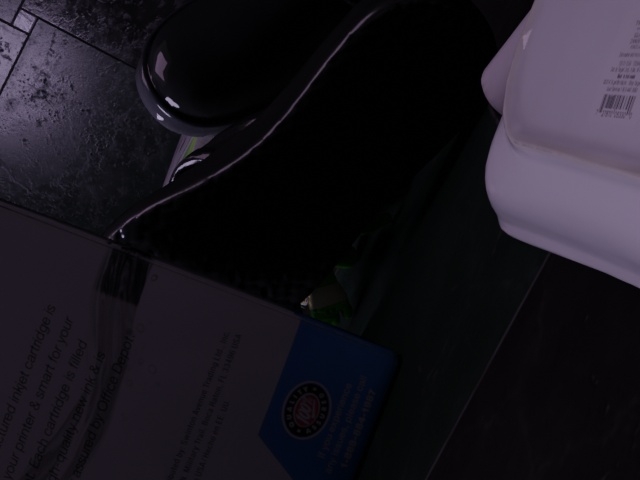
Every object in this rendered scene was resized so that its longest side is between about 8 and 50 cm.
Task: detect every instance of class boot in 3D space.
[{"bbox_3d":[0.029,-0.311,1.265,0.367,0.146,0.445,-35,-8,-35],"label":"boot"}]

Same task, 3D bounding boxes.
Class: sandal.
[{"bbox_3d":[-0.029,-0.053,1.174,0.445,0.167,0.107,-39,24,20],"label":"sandal"}]

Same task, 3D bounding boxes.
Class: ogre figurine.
[{"bbox_3d":[0.000,0.000,1.276,0.118,0.096,0.197,-142,62,-66],"label":"ogre figurine"}]

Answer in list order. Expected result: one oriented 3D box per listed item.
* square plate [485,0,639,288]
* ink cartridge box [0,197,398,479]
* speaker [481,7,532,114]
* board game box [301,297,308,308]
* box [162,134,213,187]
[{"bbox_3d":[0.171,-0.144,0.532,0.347,0.049,0.344,-138,70,-76],"label":"square plate"},{"bbox_3d":[-0.181,0.145,1.076,0.166,0.395,0.285,-166,98,-78],"label":"ink cartridge box"},{"bbox_3d":[0.158,-0.134,0.880,0.136,0.055,0.055,127,161,-52],"label":"speaker"},{"bbox_3d":[0.008,-0.055,1.507,0.260,0.030,0.136,-85,17,-55],"label":"board game box"},{"bbox_3d":[-0.171,-0.138,1.982,0.232,0.058,0.322,-56,13,44],"label":"box"}]
